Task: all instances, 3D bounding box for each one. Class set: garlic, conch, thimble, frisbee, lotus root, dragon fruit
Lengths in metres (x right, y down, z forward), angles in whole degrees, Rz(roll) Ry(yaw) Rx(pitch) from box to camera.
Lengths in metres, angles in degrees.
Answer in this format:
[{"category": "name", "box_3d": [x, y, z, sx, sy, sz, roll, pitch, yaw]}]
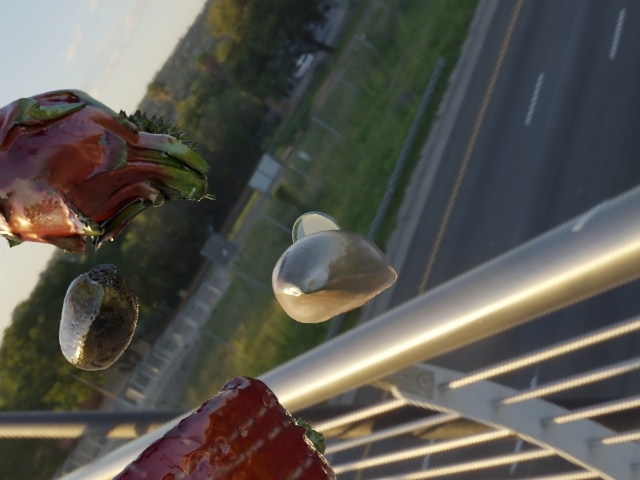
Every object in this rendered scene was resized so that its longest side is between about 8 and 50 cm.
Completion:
[{"category": "garlic", "box_3d": [0.019, 0.050, 1.055, 0.143, 0.112, 0.318, -27, -17, 1]}, {"category": "conch", "box_3d": [-0.037, 0.326, 1.255, 0.074, 0.089, 0.121, 9, -98, -71]}, {"category": "thimble", "box_3d": [-0.084, 0.199, 0.637, 0.190, 0.125, 0.163, -36, -10, -39]}, {"category": "frisbee", "box_3d": [0.000, 0.000, 1.455, 0.110, 0.110, 0.014, -46, -4, 40]}, {"category": "lotus root", "box_3d": [-0.271, 0.101, 1.016, 0.080, 0.089, 0.179, -87, 17, -50]}, {"category": "dragon fruit", "box_3d": [-0.272, -0.061, 0.930, 0.200, 0.269, 0.198, -56, 24, 33]}]

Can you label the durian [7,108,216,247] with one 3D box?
[{"category": "durian", "box_3d": [-0.375, -0.119, 1.415, 0.157, 0.356, 0.169, -115, 12, -54]}]
